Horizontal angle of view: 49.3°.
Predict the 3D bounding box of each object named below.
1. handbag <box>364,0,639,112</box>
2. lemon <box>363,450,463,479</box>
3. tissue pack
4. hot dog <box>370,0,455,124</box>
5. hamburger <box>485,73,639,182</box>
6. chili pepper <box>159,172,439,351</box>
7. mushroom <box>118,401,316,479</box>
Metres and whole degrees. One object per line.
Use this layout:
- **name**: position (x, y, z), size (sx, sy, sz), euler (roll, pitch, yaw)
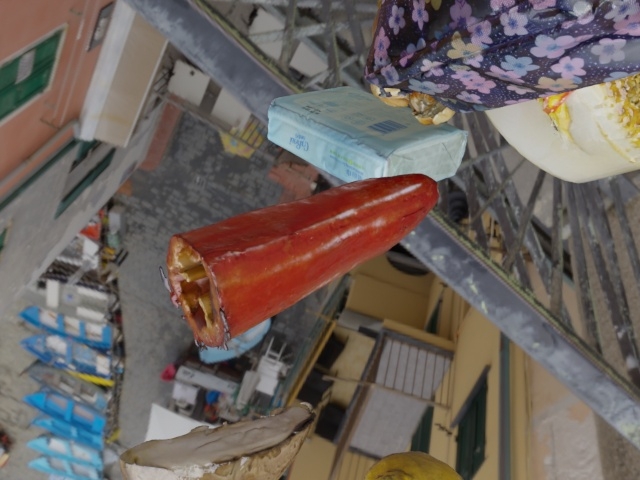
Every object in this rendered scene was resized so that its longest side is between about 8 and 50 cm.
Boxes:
- **handbag**: position (0.130, -0.194, 0.431), size (0.126, 0.208, 0.228), euler (16, 172, -25)
- **lemon**: position (0.155, 0.441, 1.136), size (0.188, 0.188, 0.257), euler (-20, 135, 26)
- **tissue pack**: position (0.065, -0.156, 1.057), size (0.263, 0.177, 0.089), euler (30, 127, 41)
- **hot dog**: position (0.111, -0.230, 0.797), size (0.109, 0.270, 0.072), euler (23, 137, -19)
- **hamburger**: position (0.303, -0.204, 0.776), size (0.294, 0.276, 0.179), euler (14, 152, -34)
- **chili pepper**: position (0.001, -0.003, 0.396), size (0.065, 0.169, 0.088), euler (66, 156, -2)
- **mushroom**: position (-0.093, 0.226, 0.694), size (0.209, 0.072, 0.094), euler (-3, 116, -37)
